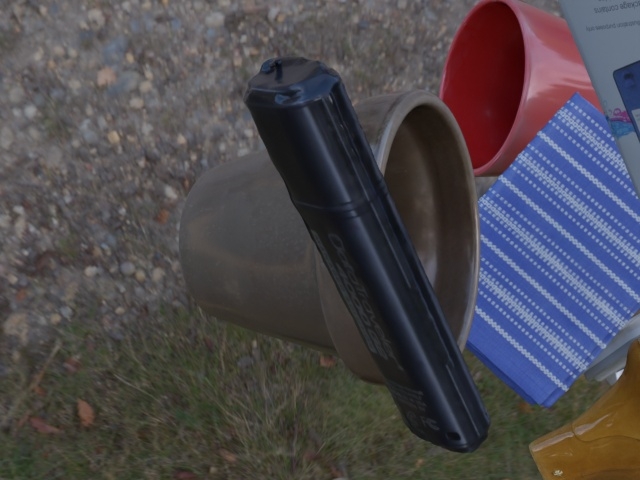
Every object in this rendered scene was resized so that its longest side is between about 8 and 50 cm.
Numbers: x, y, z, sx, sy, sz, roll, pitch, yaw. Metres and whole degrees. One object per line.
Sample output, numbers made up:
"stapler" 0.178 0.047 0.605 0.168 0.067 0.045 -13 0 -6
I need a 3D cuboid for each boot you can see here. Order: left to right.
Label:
"boot" 0.395 0.263 1.403 0.211 0.295 0.104 -18 42 12

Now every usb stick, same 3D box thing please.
"usb stick" 0.034 0.016 0.604 0.045 0.077 0.278 -38 119 -23

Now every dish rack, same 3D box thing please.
"dish rack" 0.606 0.143 1.688 0.333 0.285 0.072 -23 72 -17

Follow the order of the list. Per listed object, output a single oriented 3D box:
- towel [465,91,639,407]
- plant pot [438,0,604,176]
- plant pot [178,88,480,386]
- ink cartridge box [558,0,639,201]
"towel" 0.300 0.018 1.260 0.243 0.040 0.336 41 97 3
"plant pot" 0.346 -0.219 1.517 0.243 0.275 0.275 6 75 -20
"plant pot" 0.000 0.000 0.920 0.229 0.263 0.263 0 74 27
"ink cartridge box" 0.213 -0.089 0.459 0.154 0.093 0.212 -32 109 -17
